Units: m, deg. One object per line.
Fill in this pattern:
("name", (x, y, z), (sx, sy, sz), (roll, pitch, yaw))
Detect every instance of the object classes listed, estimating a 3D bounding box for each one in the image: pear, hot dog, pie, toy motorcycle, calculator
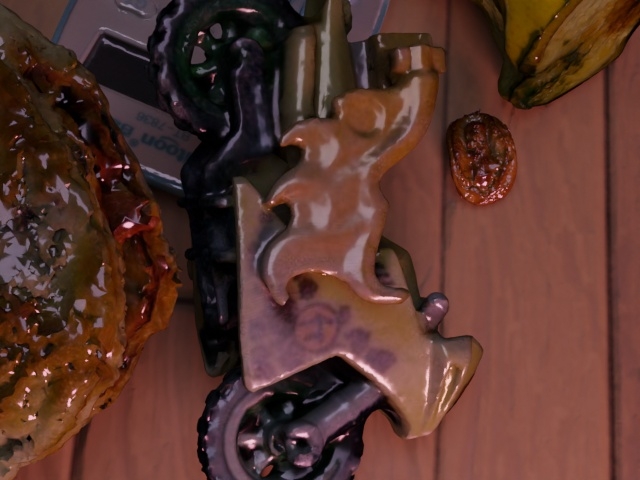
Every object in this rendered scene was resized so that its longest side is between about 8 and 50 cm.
("pear", (0.159, -0.267, 1.225), (0.164, 0.238, 0.255), (-34, 76, -9))
("hot dog", (0.137, -0.072, 1.259), (0.058, 0.035, 0.083), (-8, 70, -2))
("pie", (-0.324, 0.002, 1.058), (0.418, 0.180, 0.395), (45, 106, 6))
("toy motorcycle", (0.000, 0.000, 1.118), (0.237, 0.169, 0.410), (-10, 96, -22))
("calculator", (-0.082, -0.190, 1.282), (0.256, 0.054, 0.386), (23, 69, 6))
